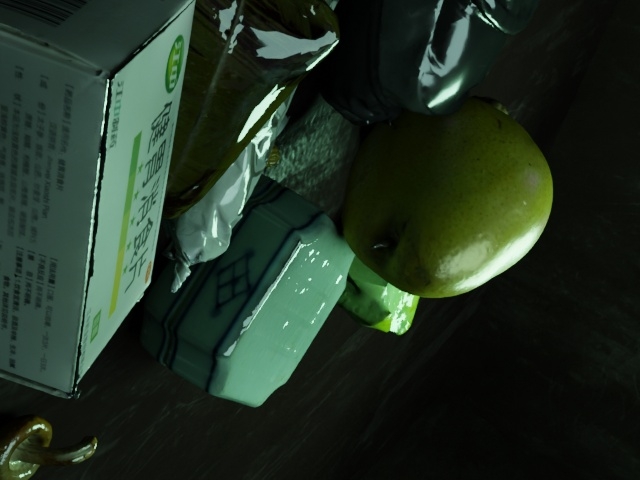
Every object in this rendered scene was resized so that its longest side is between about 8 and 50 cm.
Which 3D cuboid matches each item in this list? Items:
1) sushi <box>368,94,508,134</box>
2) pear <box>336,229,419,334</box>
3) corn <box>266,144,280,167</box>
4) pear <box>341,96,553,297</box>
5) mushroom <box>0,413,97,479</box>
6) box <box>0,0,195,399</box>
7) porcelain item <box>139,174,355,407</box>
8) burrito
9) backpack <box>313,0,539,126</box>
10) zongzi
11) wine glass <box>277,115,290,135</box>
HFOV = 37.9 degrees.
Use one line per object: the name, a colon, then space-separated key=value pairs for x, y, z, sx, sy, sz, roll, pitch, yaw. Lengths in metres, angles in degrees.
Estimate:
sushi: x=0.205 y=-0.163 z=1.556 sx=0.218 sy=0.238 sz=0.225 roll=-40 pitch=143 yaw=-28
pear: x=0.137 y=0.022 z=1.734 sx=0.282 sy=0.176 sz=0.286 roll=-61 pitch=162 yaw=1
corn: x=-0.084 y=-0.112 z=1.199 sx=0.037 sy=0.037 sz=0.092 roll=-63 pitch=162 yaw=15
pear: x=0.172 y=-0.060 z=1.272 sx=0.336 sy=0.284 sz=0.285 roll=-69 pitch=-176 yaw=-73
mushroom: x=-0.326 y=0.239 z=1.075 sx=0.129 sy=0.073 sz=0.088 roll=-3 pitch=114 yaw=-26
box: x=-0.212 y=-0.050 z=0.755 sx=0.173 sy=0.145 sz=0.333 roll=-64 pitch=173 yaw=-53
porcelain item: x=-0.096 y=0.069 z=1.262 sx=0.282 sy=0.157 sz=0.286 roll=-59 pitch=159 yaw=-4
burrito: x=-0.085 y=-0.149 z=1.006 sx=0.101 sy=0.139 sz=0.446 roll=19 pitch=106 yaw=-24
backpack: x=0.141 y=-0.338 z=1.098 sx=0.363 sy=0.254 sz=0.446 roll=-6 pitch=118 yaw=-62
zongzi: x=-0.167 y=-0.174 z=0.821 sx=0.300 sy=0.145 sz=0.274 roll=28 pitch=114 yaw=-37
wine glass: x=-0.104 y=-0.101 z=1.117 sx=0.155 sy=0.072 sz=0.072 roll=-58 pitch=161 yaw=-1
